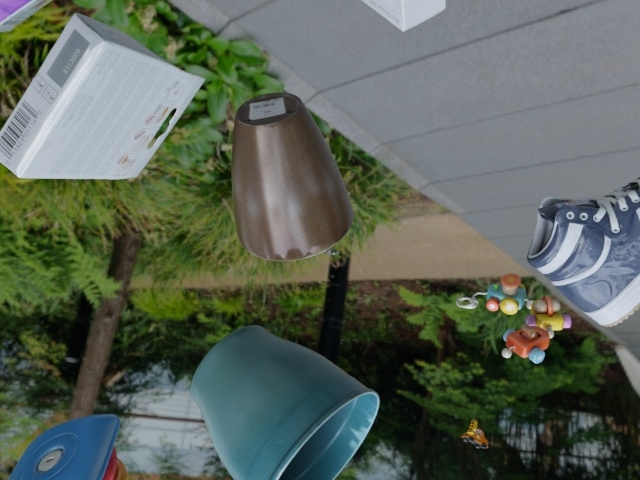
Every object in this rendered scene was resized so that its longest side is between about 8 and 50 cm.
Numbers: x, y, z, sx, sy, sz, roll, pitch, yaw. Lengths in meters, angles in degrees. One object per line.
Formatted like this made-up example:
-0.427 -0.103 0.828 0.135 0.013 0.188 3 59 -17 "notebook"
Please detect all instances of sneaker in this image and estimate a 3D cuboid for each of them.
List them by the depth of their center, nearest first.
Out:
0.371 -0.047 0.659 0.153 0.282 0.099 35 -167 1 "sneaker"

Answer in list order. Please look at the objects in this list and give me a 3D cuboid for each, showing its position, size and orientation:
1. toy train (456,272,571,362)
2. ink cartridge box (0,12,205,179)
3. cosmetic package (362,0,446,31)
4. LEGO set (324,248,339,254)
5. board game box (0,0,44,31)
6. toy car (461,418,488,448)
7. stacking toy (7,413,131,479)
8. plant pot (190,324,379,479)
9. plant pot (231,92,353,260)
0.270 0.096 0.769 0.125 0.046 0.166 -14 -152 -18 "toy train"
-0.434 -0.270 1.148 0.091 0.308 0.385 42 -165 6 "ink cartridge box"
0.101 -0.412 0.734 0.085 0.117 0.231 -32 146 -10 "cosmetic package"
-0.001 0.000 1.046 0.083 0.023 0.054 35 153 26 "LEGO set"
-0.367 -0.417 0.735 0.142 0.275 0.144 55 177 -28 "board game box"
0.345 0.418 1.202 0.060 0.040 0.122 21 154 15 "toy car"
-0.348 0.444 0.883 0.175 0.165 0.302 -19 118 7 "stacking toy"
-0.082 0.293 0.966 0.255 0.271 0.271 35 178 29 "plant pot"
-0.065 -0.121 0.939 0.215 0.215 0.230 2 132 16 "plant pot"
